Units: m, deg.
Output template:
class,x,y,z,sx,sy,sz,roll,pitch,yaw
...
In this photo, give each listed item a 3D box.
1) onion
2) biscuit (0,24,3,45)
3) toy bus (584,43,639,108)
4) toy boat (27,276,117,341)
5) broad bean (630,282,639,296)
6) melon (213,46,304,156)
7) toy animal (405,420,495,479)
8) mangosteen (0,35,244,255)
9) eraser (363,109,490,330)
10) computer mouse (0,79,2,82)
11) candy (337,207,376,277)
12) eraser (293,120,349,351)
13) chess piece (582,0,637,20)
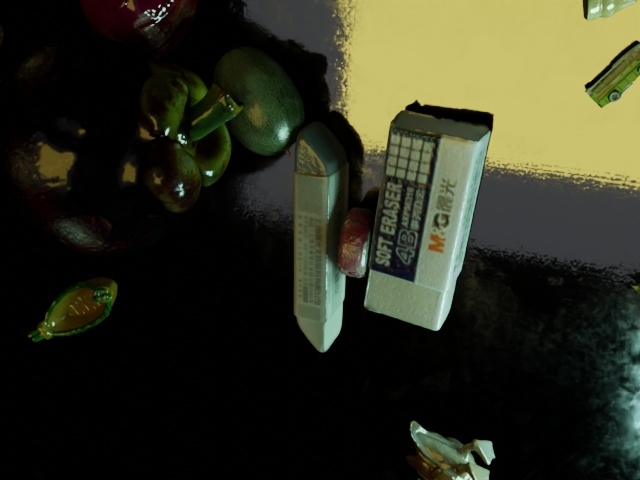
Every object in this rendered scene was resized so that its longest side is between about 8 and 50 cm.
class,x,y,z,sx,sy,sz,roll,pitch,yaw
onion,-0.232,-0.356,0.885,0.217,0.140,0.195,-2,105,19
biscuit,-0.577,-0.270,1.056,0.064,0.034,0.199,19,93,16
toy bus,0.364,-0.198,0.765,0.037,0.031,0.083,48,121,8
toy boat,-0.462,0.132,1.207,0.229,0.088,0.089,-29,100,29
broad bean,0.503,0.180,0.866,0.060,0.043,0.298,-32,99,18
melon,-0.085,-0.192,0.900,0.114,0.114,0.167,-29,96,29
toy animal,0.192,0.371,1.056,0.188,0.089,0.179,42,136,-6
mangosteen,-0.277,-0.113,0.849,0.313,0.296,0.297,34,122,27
eraser,0.144,-0.026,0.896,0.130,0.086,0.287,16,117,17
computer mouse,-0.543,-0.226,1.096,0.192,0.062,0.106,10,94,15
candy,0.056,0.003,0.934,0.043,0.103,0.103,9,115,14
eraser,0.000,0.000,0.964,0.061,0.089,0.352,11,117,21
chess piece,0.359,-0.291,0.710,0.122,0.066,0.066,-6,110,19
